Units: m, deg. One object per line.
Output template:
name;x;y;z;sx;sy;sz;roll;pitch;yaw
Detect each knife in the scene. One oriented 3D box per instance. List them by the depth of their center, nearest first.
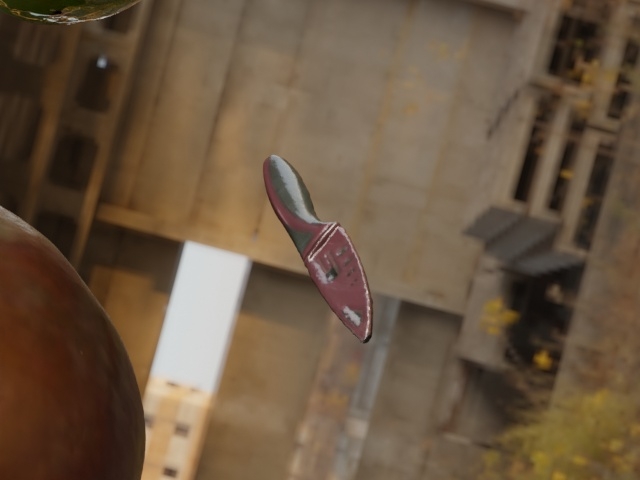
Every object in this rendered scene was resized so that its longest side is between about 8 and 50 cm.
knife;0.000;0.000;1.106;0.018;0.035;0.247;59;180;-33

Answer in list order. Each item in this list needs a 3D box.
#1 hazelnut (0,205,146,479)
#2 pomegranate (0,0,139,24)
hazelnut;-0.285;0.120;0.914;0.366;0.365;0.366;15;-90;-89
pomegranate;-0.121;-0.212;0.890;0.220;0.156;0.156;-48;-9;-16
